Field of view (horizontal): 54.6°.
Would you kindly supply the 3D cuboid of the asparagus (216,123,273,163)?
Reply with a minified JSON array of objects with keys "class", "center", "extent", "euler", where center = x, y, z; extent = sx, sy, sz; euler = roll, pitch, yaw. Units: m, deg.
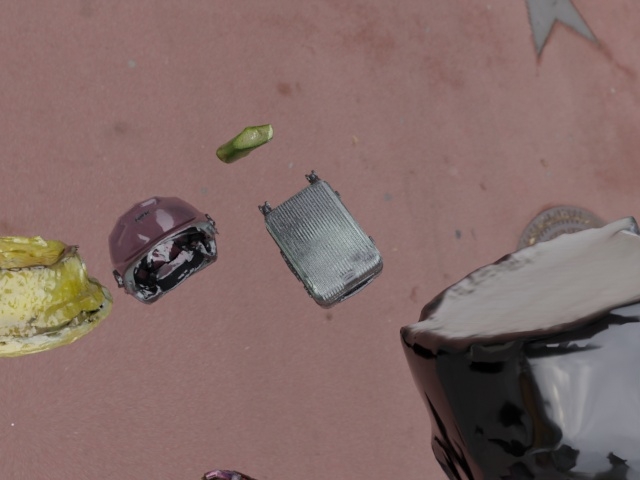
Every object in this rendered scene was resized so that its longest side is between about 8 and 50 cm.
[{"class":"asparagus","center":[-0.140,-0.178,1.141],"extent":[0.045,0.178,0.041],"euler":[51,61,-16]}]

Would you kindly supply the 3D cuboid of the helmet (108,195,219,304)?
[{"class":"helmet","center":[-0.400,-0.002,1.523],"extent":[0.271,0.338,0.197],"euler":[-35,72,-12]}]

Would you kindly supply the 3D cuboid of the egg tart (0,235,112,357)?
[{"class":"egg tart","center":[-0.530,0.074,1.064],"extent":[0.345,0.345,0.132],"euler":[-2,107,-27]}]

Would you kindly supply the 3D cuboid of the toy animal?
[{"class":"toy animal","center":[0.219,0.159,0.447],"extent":[0.251,0.251,0.310],"euler":[-29,97,-30]}]

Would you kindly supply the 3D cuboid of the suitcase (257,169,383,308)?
[{"class":"suitcase","center":[0.000,0.000,1.512],"extent":[0.202,0.128,0.312],"euler":[-33,70,-4]}]

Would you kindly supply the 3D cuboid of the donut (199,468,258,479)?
[{"class":"donut","center":[-0.159,0.631,1.188],"extent":[0.259,0.136,0.345],"euler":[12,56,5]}]
